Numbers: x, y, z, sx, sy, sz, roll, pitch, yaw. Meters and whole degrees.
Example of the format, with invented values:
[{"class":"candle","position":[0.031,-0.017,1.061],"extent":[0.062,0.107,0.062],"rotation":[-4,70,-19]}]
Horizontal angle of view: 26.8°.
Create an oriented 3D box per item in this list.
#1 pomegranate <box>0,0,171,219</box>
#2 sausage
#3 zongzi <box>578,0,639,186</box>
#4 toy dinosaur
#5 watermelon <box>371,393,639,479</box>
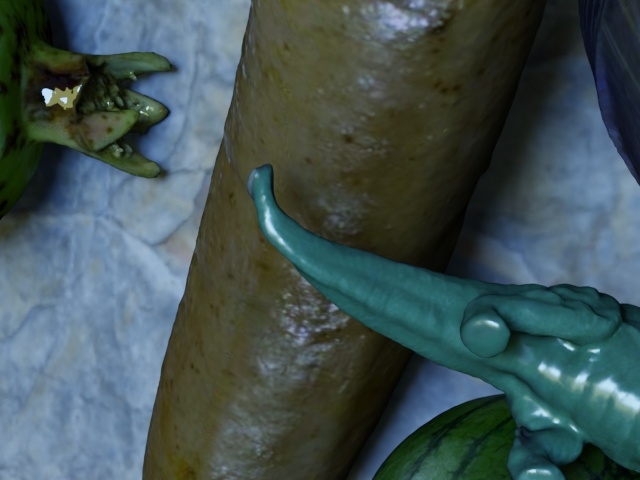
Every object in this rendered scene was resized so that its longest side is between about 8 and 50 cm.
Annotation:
[{"class":"pomegranate","position":[-0.224,-0.094,0.806],"extent":[0.263,0.211,0.211],"rotation":[4,93,5]},{"class":"sausage","position":[0.001,-0.001,0.646],"extent":[0.123,0.136,0.500],"rotation":[25,131,8]},{"class":"zongzi","position":[0.259,-0.226,0.546],"extent":[0.403,0.208,0.432],"rotation":[-29,60,20]},{"class":"toy dinosaur","position":[0.103,0.061,0.530],"extent":[0.292,0.120,0.079],"rotation":[16,121,-13]},{"class":"watermelon","position":[0.106,0.156,0.622],"extent":[0.188,0.188,0.214],"rotation":[17,76,28]}]
